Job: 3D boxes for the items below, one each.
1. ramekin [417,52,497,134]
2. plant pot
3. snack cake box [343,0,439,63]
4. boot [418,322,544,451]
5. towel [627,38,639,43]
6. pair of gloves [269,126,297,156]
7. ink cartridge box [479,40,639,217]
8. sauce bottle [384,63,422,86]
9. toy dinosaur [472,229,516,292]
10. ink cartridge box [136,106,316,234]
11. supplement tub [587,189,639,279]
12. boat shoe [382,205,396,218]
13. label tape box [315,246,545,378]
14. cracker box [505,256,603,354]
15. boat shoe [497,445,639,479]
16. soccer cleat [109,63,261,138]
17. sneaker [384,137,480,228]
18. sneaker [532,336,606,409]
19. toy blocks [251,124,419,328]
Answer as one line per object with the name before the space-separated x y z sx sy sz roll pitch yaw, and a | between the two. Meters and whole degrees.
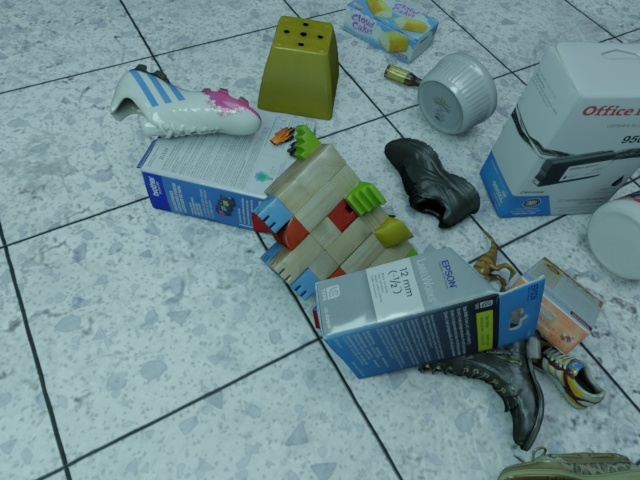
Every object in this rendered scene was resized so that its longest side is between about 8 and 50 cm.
ramekin | 0.359 -0.386 1.312 0.109 0.207 0.207 -39 68 -17
plant pot | -0.052 -0.488 1.338 0.212 0.187 0.212 9 56 -1
snack cake box | 0.225 -0.694 1.563 0.264 0.089 0.152 35 61 16
boot | 0.307 0.260 0.955 0.229 0.091 0.262 5 65 10
towel | 0.752 -0.438 1.341 0.317 0.332 0.053 -46 110 -27
pair of gloves | -0.064 -0.222 1.091 0.083 0.010 0.074 38 59 15
ink cartridge box | 0.589 -0.235 1.117 0.286 0.395 0.166 -3 57 -8
sauce bottle | 0.256 -0.491 1.462 0.128 0.042 0.042 25 58 7
toy dinosaur | 0.384 0.055 1.103 0.112 0.064 0.211 34 59 17
ink cartridge box | -0.232 -0.187 1.141 0.396 0.151 0.270 14 56 1
supplement tub | 0.793 -0.035 1.130 0.272 0.191 0.191 -19 61 -18
boat shoe | 0.136 -0.054 1.165 0.100 0.035 0.035 -14 56 -22
label tape box | 0.193 0.126 0.859 0.348 0.249 0.115 -17 56 9
cracker box | 0.482 0.124 1.001 0.156 0.067 0.232 45 30 21
boat shoe | 0.438 0.425 0.856 0.285 0.104 0.089 7 19 -8
soccer cleat | -0.294 -0.264 1.047 0.331 0.116 0.143 19 72 9
sneaker | 0.253 -0.145 1.200 0.130 0.109 0.286 -37 65 -19
sneaker | 0.484 0.247 0.974 0.070 0.084 0.185 -33 66 -24
toy blocks | 0.000 0.000 0.977 0.261 0.191 0.381 -45 114 -8
